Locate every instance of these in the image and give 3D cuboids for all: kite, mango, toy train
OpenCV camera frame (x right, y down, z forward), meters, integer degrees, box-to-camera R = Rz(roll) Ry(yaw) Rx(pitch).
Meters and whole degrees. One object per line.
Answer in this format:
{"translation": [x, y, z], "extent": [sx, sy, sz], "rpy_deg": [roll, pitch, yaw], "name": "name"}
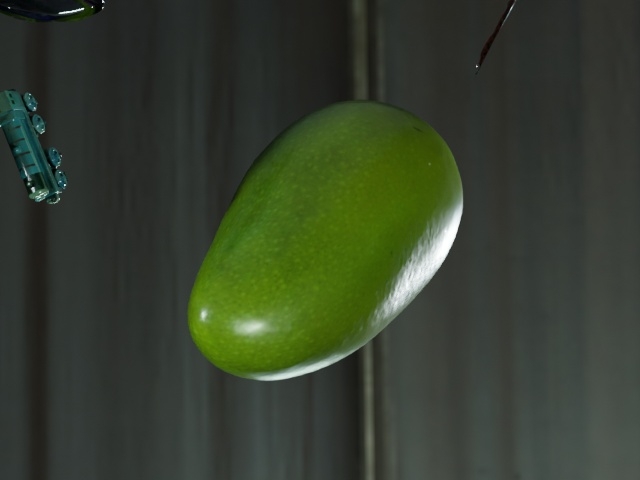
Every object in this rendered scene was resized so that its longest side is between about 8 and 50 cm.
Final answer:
{"translation": [0.219, -0.283, 2.003], "extent": [0.008, 0.222, 0.125], "rpy_deg": [27, 161, -2], "name": "kite"}
{"translation": [0.000, 0.000, 1.591], "extent": [0.156, 0.192, 0.343], "rpy_deg": [-3, -155, 34], "name": "mango"}
{"translation": [-0.218, -0.071, 1.416], "extent": [0.029, 0.092, 0.045], "rpy_deg": [-24, 174, 19], "name": "toy train"}

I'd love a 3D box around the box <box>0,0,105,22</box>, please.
{"translation": [-0.245, -0.362, 1.609], "extent": [0.097, 0.345, 0.134], "rpy_deg": [-12, 165, 42], "name": "box"}
